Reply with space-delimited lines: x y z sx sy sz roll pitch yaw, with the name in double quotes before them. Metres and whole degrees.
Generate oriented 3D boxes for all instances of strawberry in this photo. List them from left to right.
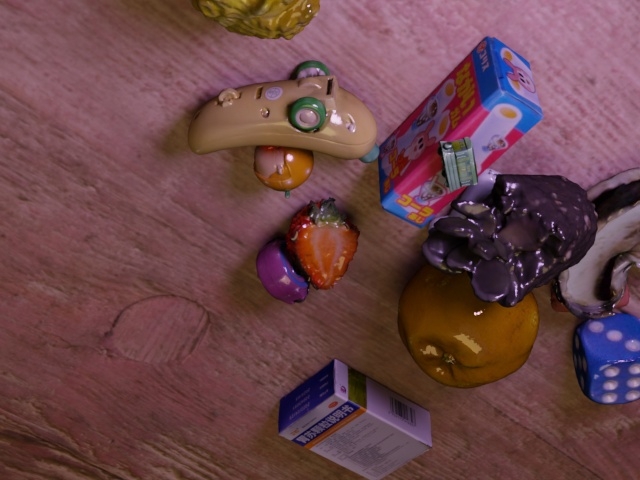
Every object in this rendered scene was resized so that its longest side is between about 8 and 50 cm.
"strawberry" 0.001 -0.003 1.875 0.140 0.085 0.192 -37 131 6

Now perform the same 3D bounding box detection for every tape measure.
"tape measure" -0.069 0.061 1.918 0.074 0.118 0.125 -29 123 24

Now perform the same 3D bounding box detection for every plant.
"plant" 0.329 -0.010 1.691 0.276 0.199 0.188 -18 147 -33

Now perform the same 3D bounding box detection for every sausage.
"sausage" 0.538 0.110 1.987 0.154 0.062 0.062 -6 133 7

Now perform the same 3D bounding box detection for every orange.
"orange" 0.282 0.158 1.917 0.279 0.235 0.279 9 128 11

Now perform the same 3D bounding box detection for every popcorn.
"popcorn" -0.075 -0.419 1.415 0.206 0.251 0.237 18 172 15

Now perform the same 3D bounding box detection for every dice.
"dice" 0.610 0.245 2.063 0.147 0.146 0.143 -8 131 3

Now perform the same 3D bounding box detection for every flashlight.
"flashlight" 0.274 -0.057 1.845 0.093 0.047 0.200 19 129 -17

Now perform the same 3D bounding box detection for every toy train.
"toy train" 0.218 -0.121 1.573 0.056 0.038 0.093 -13 132 5

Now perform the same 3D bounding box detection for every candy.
"candy" 0.224 -0.176 1.654 0.100 0.157 0.306 27 128 -23

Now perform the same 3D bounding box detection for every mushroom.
"mushroom" 0.555 -0.008 1.838 0.248 0.130 0.344 3 136 -15

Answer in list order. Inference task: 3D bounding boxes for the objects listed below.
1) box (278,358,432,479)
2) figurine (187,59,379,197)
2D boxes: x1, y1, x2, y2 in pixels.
"box" 0.080 0.416 2.263 0.299 0.106 0.200 33 126 -25
"figurine" -0.065 -0.178 1.690 0.325 0.124 0.222 -6 137 11
